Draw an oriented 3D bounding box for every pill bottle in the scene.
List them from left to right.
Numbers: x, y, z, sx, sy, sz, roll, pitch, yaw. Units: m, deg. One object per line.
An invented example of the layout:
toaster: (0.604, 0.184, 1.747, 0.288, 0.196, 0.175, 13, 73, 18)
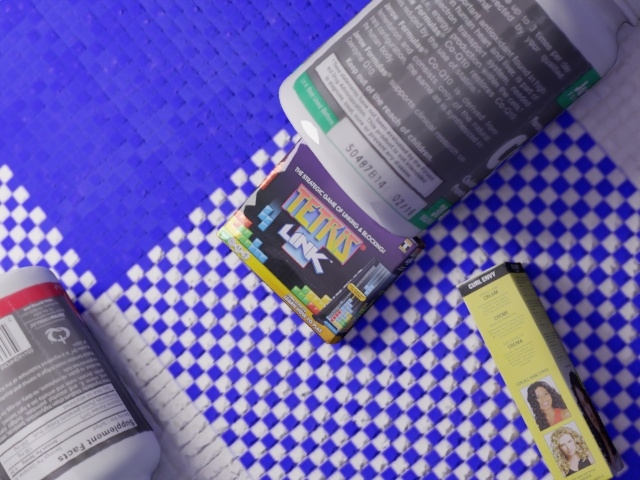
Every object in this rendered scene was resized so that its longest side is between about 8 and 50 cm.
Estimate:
pill bottle: (-0.275, 0.201, 1.657, 0.176, 0.176, 0.319, -36, 79, 12)
pill bottle: (0.153, -0.188, 1.537, 0.361, 0.204, 0.204, -41, 78, 11)

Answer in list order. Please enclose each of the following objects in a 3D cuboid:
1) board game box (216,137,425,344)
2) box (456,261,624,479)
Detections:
board game box: (0.000, 0.000, 1.654, 0.170, 0.048, 0.141, 43, 100, 13)
box: (0.217, 0.134, 1.568, 0.058, 0.087, 0.232, -29, 82, 15)
